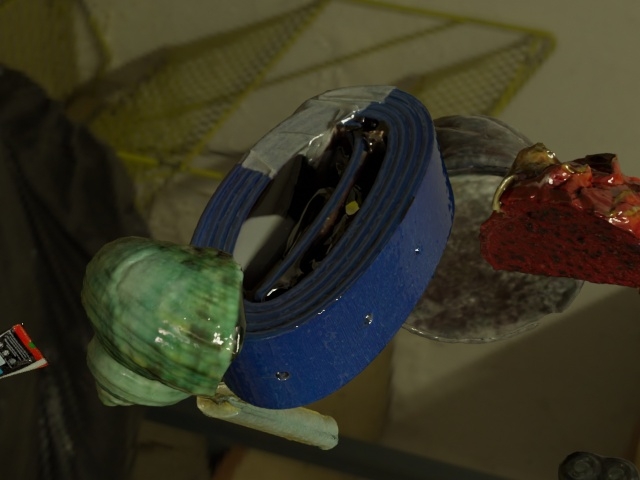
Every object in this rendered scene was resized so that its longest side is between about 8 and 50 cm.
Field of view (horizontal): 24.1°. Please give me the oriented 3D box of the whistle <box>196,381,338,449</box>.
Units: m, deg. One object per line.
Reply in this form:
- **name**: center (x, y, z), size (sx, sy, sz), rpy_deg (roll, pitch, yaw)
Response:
- **whistle**: center (-0.073, 0.270, 2.312), size (0.326, 0.068, 0.057), rpy_deg (28, 67, -55)

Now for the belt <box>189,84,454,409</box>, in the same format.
- **belt**: center (0.000, 0.000, 1.475), size (0.347, 0.212, 0.117), rpy_deg (-59, 144, -33)

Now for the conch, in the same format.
- **conch**: center (-0.136, 0.073, 1.270), size (0.122, 0.176, 0.188), rpy_deg (-23, 153, -23)

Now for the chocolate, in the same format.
- **chocolate**: center (0.193, -0.040, 1.933), size (0.213, 0.303, 0.303), rpy_deg (-88, 177, -49)

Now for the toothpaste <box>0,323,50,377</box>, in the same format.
- **toothpaste**: center (-0.439, 0.160, 1.900), size (0.071, 0.193, 0.045), rpy_deg (59, 20, -30)

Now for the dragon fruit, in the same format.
- **dragon fruit**: center (0.174, -0.026, 0.978), size (0.106, 0.162, 0.083), rpy_deg (47, 63, -45)

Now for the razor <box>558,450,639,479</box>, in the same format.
- **razor**: center (0.313, 0.286, 1.668), size (0.148, 0.090, 0.054), rpy_deg (65, 41, -57)
